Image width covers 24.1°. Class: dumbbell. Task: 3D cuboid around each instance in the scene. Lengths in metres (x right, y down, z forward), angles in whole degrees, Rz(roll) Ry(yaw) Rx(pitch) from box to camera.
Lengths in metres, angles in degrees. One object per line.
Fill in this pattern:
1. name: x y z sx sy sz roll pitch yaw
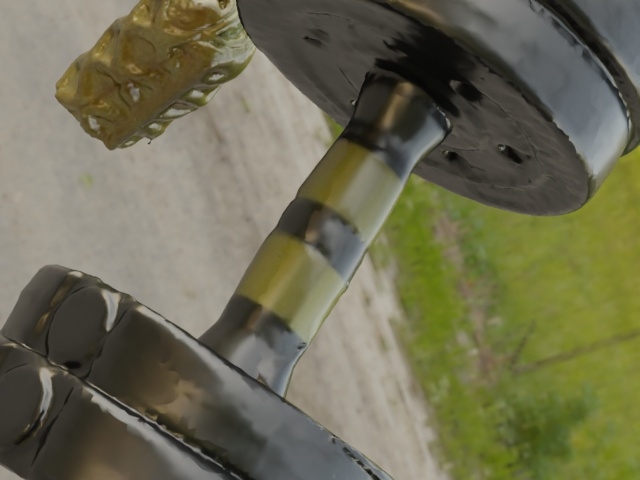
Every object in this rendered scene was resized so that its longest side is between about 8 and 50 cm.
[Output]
1. dumbbell: 0.000 0.000 0.596 0.388 0.185 0.185 -58 141 -13

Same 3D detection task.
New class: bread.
1. bread: -0.078 -0.094 0.768 0.066 0.110 0.060 30 40 -32
